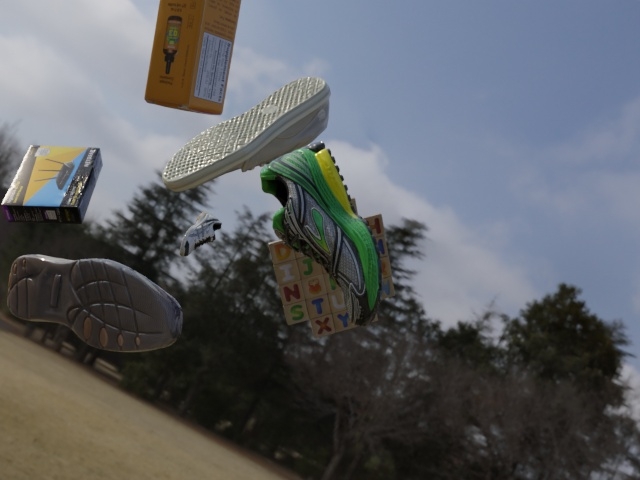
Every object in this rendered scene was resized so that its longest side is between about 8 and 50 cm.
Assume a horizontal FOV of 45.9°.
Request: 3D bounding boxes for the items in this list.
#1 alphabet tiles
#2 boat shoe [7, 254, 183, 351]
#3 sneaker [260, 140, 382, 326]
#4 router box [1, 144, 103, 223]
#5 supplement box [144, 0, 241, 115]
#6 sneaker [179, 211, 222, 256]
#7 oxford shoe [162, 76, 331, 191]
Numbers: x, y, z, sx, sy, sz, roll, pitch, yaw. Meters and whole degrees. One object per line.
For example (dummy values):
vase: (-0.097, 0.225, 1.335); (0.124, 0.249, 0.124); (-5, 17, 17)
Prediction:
alphabet tiles: (0.033, 0.073, 1.862); (0.011, 0.285, 0.343); (-119, -165, -66)
boat shoe: (-0.339, 0.088, 1.190); (0.355, 0.133, 0.130); (13, 3, 32)
sneaker: (0.000, 0.000, 1.305); (0.134, 0.146, 0.344); (103, -36, -63)
router box: (-0.481, -0.103, 1.369); (0.133, 0.179, 0.046); (1, -48, -2)
supplement box: (-0.157, -0.282, 0.968); (0.078, 0.234, 0.080); (15, 5, 29)
sneaker: (-0.168, -0.006, 1.070); (0.036, 0.083, 0.032); (27, -37, 4)
oxford shoe: (-0.152, -0.220, 1.733); (0.169, 0.449, 0.130); (36, -28, 43)
